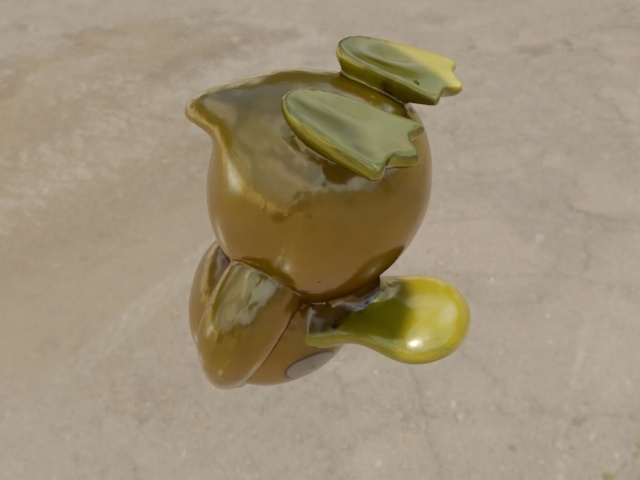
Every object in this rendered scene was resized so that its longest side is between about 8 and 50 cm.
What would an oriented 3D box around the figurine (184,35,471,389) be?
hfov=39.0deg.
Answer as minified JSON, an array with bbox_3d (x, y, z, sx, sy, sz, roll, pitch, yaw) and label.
[{"bbox_3d":[-0.005,-0.008,0.599,0.215,0.228,0.215,-7,28,4],"label":"figurine"}]
